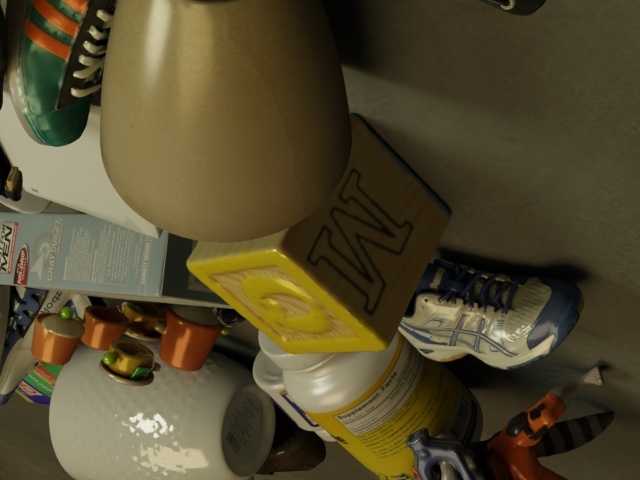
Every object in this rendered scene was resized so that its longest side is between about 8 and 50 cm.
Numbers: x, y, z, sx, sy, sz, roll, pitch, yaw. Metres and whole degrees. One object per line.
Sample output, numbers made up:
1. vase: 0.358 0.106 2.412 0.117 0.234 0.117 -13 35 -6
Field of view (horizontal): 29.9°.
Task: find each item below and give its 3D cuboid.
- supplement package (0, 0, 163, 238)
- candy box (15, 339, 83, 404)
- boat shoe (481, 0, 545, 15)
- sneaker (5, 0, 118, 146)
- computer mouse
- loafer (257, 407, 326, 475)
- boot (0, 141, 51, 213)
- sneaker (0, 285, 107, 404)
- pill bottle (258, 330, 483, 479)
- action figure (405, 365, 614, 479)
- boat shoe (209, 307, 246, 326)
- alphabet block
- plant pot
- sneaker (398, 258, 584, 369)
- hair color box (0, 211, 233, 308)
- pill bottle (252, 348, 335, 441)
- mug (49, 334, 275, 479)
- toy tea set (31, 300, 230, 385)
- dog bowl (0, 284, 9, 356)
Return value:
1. supplement package: -0.270 -0.155 1.425 0.204 0.145 0.262 19 152 16
2. candy box: -0.542 0.210 2.332 0.317 0.122 0.268 -1 142 45
3. boat shoe: 0.041 -0.267 0.970 0.340 0.127 0.113 15 140 4
4. sneaker: -0.232 -0.229 1.178 0.121 0.108 0.302 13 114 16
5. computer mouse: -0.341 -0.140 1.181 0.184 0.060 0.262 68 156 14
6. loafer: -0.132 0.401 2.279 0.366 0.133 0.130 -7 137 48
7. boot: -0.488 -0.129 1.724 0.258 0.095 0.123 43 166 -4
8. sneaker: -0.465 0.150 2.050 0.182 0.315 0.127 9 -150 -33
9. pill bottle: 0.069 0.198 1.686 0.188 0.188 0.334 -4 139 46
10. action figure: 0.259 0.349 1.614 0.330 0.178 0.341 -19 107 9
11. boat shoe: -0.126 0.091 1.797 0.080 0.076 0.228 35 152 -13
12. alphabet block: 0.000 0.000 1.392 0.193 0.197 0.192 42 149 -26
13. plant pot: -0.092 -0.177 1.106 0.257 0.256 0.274 22 151 11
14. sneaker: 0.181 0.082 1.467 0.131 0.112 0.296 41 149 -24
15. hair color box: -0.282 0.027 1.708 0.374 0.113 0.185 1 173 40
16. pill bottle: -0.016 0.239 1.917 0.112 0.112 0.186 3 144 39
17. mug: -0.243 0.348 2.111 0.328 0.276 0.374 2 128 32
18. toy tea set: -0.294 0.128 1.871 0.200 0.124 0.336 25 -165 22
19. dog bowl: -0.627 0.116 2.039 0.102 0.348 0.349 8 165 -33
